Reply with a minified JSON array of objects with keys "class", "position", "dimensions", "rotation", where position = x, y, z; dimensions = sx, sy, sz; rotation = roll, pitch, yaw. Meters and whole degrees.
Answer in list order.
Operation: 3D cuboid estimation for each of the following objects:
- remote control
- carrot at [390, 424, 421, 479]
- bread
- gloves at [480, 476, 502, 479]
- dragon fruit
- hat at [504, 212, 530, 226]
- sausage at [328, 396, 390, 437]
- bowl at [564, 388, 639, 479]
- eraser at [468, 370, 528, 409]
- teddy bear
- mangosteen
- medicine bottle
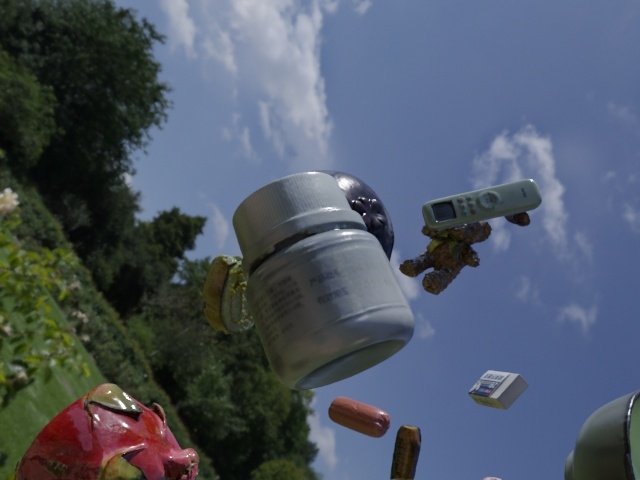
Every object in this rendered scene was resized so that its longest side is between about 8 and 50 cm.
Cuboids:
[{"class":"remote control","position":[0.424,-0.092,1.695],"dimensions":[0.038,0.309,0.090],"rotation":[70,10,-63]},{"class":"carrot","position":[0.260,0.648,1.941],"dimensions":[0.082,0.082,0.173],"rotation":[175,-75,-69]},{"class":"bread","position":[-0.276,0.170,2.052],"dimensions":[0.124,0.185,0.257],"rotation":[-4,-90,46]},{"class":"gloves","position":[0.448,0.675,1.628],"dimensions":[0.145,0.126,0.241],"rotation":[42,8,19]},{"class":"dragon fruit","position":[-0.365,0.436,1.164],"dimensions":[0.225,0.305,0.306],"rotation":[23,-34,24]},{"class":"hat","position":[0.604,-0.075,1.972],"dimensions":[0.086,0.058,0.042],"rotation":[25,0,1]},{"class":"sausage","position":[0.084,0.382,1.386],"dimensions":[0.154,0.062,0.062],"rotation":[5,-53,46]},{"class":"bowl","position":[0.597,0.475,1.227],"dimensions":[0.185,0.353,0.354],"rotation":[-30,-87,41]},{"class":"eraser","position":[0.608,0.512,2.200],"dimensions":[0.068,0.124,0.210],"rotation":[50,-15,-2]},{"class":"teddy bear","position":[0.441,0.024,2.215],"dimensions":[0.246,0.296,0.223],"rotation":[38,-43,33]},{"class":"mangosteen","position":[0.000,0.000,1.857],"dimensions":[0.435,0.382,0.382],"rotation":[-29,-86,42]},{"class":"medicine bottle","position":[-0.006,0.066,1.067],"dimensions":[0.245,0.244,0.307],"rotation":[103,-33,-64]}]
